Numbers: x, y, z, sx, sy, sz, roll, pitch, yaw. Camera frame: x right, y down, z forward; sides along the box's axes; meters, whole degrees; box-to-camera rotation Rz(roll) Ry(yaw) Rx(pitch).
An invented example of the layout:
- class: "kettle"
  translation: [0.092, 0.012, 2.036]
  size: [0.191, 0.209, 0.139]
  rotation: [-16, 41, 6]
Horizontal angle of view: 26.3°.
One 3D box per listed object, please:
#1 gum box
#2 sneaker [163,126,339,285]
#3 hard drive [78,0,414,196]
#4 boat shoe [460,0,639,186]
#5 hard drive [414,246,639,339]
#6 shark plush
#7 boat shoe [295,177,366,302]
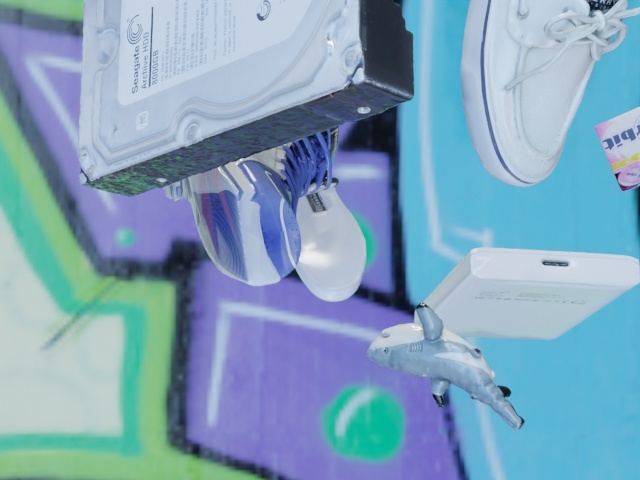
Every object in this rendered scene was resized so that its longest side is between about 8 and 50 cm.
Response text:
- class: "gum box"
  translation: [0.562, -0.171, 2.261]
  size: [0.062, 0.188, 0.107]
  rotation: [50, -159, -49]
- class: "sneaker"
  translation: [-0.051, -0.080, 1.381]
  size: [0.315, 0.182, 0.127]
  rotation: [-132, 33, -60]
- class: "hard drive"
  translation: [-0.071, -0.184, 1.088]
  size: [0.339, 0.064, 0.236]
  rotation: [-14, 70, 45]
- class: "boat shoe"
  translation: [0.243, -0.230, 1.322]
  size: [0.156, 0.136, 0.367]
  rotation: [11, 94, 52]
- class: "hard drive"
  translation: [0.285, 0.082, 1.975]
  size: [0.353, 0.233, 0.047]
  rotation: [117, 155, -71]
- class: "shark plush"
  translation: [0.126, 0.132, 1.321]
  size: [0.067, 0.161, 0.073]
  rotation: [-49, -9, -15]
- class: "boat shoe"
  translation: [0.000, 0.000, 1.722]
  size: [0.258, 0.095, 0.084]
  rotation: [-103, 10, -49]
